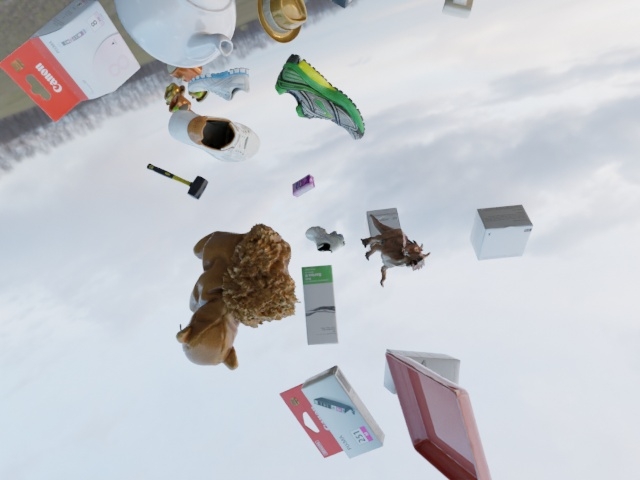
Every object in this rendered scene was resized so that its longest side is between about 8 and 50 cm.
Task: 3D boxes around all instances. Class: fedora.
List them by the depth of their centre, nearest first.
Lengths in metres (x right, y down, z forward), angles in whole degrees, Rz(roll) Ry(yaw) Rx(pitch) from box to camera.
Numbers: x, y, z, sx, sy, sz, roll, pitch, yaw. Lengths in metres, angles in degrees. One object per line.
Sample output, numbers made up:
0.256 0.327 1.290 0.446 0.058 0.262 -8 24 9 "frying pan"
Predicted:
-0.101 -0.691 1.441 0.079 0.194 0.194 14 -139 38 "fedora"

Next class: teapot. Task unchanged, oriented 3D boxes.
-0.260 -0.484 0.931 0.187 0.256 0.253 -25 -144 47 "teapot"

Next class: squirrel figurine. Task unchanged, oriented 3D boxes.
-0.241 0.156 1.328 0.397 0.281 0.370 -30 -153 43 "squirrel figurine"

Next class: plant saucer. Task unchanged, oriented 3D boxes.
0.245 0.370 0.987 0.047 0.259 0.258 -20 -169 -19 "plant saucer"

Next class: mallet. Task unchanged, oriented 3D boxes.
-0.400 -0.162 1.317 0.189 0.039 0.062 16 -103 13 "mallet"

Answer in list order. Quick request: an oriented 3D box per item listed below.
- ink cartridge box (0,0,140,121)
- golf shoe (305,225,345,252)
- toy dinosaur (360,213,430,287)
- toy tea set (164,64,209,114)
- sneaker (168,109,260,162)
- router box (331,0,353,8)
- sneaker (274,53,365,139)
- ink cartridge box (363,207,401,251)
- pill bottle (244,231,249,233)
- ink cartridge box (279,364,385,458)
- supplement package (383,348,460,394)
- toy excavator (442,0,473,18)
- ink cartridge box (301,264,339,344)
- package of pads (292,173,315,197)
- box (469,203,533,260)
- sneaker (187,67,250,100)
-0.534 -0.385 1.053 0.066 0.189 0.232 30 -107 21 "ink cartridge box"
0.000 0.000 1.712 0.176 0.069 0.086 11 -136 40 "golf shoe"
0.255 0.020 1.603 0.200 0.127 0.296 -26 -136 17 "toy dinosaur"
-0.469 -0.503 1.594 0.200 0.124 0.336 -51 -137 17 "toy tea set"
-0.225 -0.242 1.182 0.123 0.106 0.290 19 -169 30 "sneaker"
-0.005 -0.660 0.941 0.243 0.309 0.081 35 -117 12 "router box"
0.001 -0.436 1.562 0.146 0.343 0.134 -53 -164 5 "sneaker"
0.253 -0.040 1.978 0.128 0.127 0.176 -8 160 -1 "ink cartridge box"
-0.253 0.079 1.977 0.162 0.162 0.278 -26 -151 -12 "pill bottle"
0.026 0.549 1.482 0.239 0.275 0.060 -32 -174 21 "ink cartridge box"
0.270 0.358 1.295 0.179 0.105 0.105 5 176 -8 "supplement package"
0.413 -0.851 1.199 0.222 0.445 0.433 16 -176 6 "toy excavator"
-0.004 0.248 1.833 0.121 0.289 0.211 -4 171 -2 "ink cartridge box"
-0.059 -0.185 1.631 0.083 0.032 0.050 -26 -127 29 "package of pads"
0.689 -0.029 1.847 0.180 0.182 0.119 -5 -133 0 "box"
-0.296 -0.448 1.411 0.190 0.083 0.071 -8 -174 8 "sneaker"
